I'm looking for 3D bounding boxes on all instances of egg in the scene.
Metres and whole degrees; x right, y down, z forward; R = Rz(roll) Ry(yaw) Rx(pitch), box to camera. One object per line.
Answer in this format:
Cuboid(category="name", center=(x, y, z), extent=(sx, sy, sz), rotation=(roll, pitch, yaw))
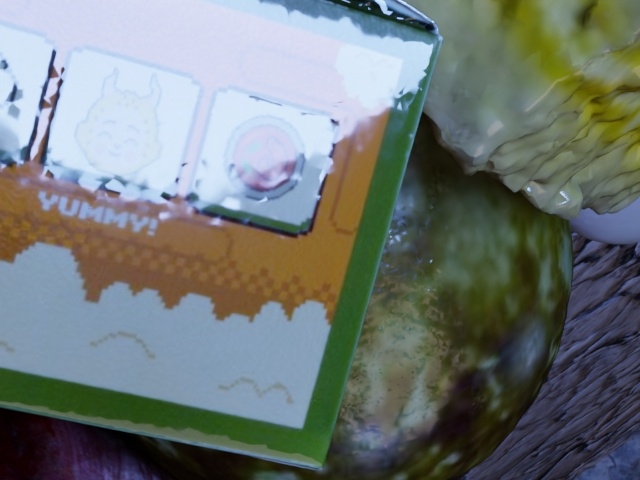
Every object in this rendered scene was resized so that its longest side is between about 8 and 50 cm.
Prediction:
Cuboid(category="egg", center=(0.000, 0.000, 0.867), extent=(0.238, 0.238, 0.289), rotation=(-25, 146, -20))

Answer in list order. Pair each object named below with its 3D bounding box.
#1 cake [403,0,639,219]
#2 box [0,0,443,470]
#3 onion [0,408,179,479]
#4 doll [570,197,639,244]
Cuboid(category="cake", center=(0.136, -0.175, 0.671), extent=(0.286, 0.227, 0.222), rotation=(-35, 164, 15))
Cuboid(category="box", center=(-0.092, -0.033, 0.590), extent=(0.177, 0.148, 0.195), rotation=(13, -177, -22))
Cuboid(category="onion", center=(-0.165, 0.247, 0.925), extent=(0.348, 0.285, 0.347), rotation=(-14, 131, -16))
Cuboid(category="doll", center=(0.253, -0.111, 1.108), extent=(0.366, 0.187, 0.376), rotation=(-8, 163, -28))
